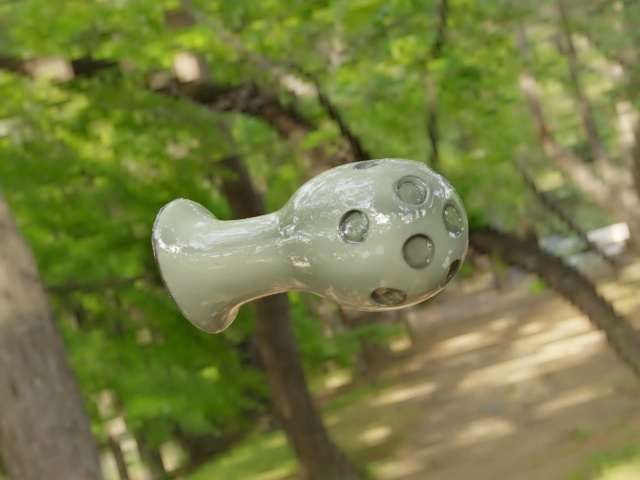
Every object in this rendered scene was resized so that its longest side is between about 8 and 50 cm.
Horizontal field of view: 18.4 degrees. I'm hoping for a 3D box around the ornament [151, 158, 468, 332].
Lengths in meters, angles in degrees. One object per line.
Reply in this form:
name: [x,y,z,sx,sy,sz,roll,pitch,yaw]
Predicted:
ornament: [0.000,0.000,0.954,0.156,0.075,0.081,-12,23,36]
